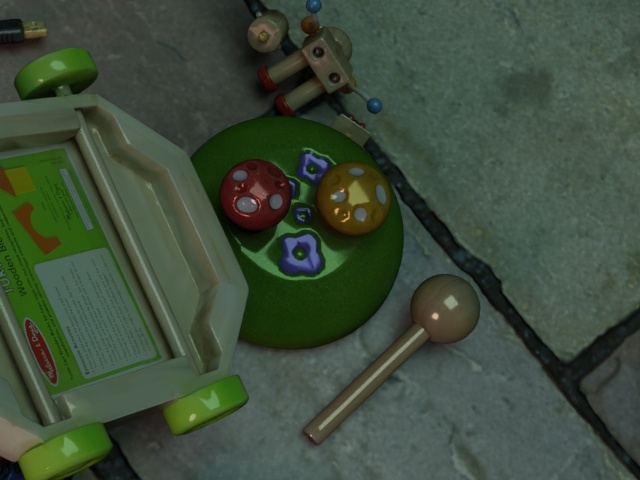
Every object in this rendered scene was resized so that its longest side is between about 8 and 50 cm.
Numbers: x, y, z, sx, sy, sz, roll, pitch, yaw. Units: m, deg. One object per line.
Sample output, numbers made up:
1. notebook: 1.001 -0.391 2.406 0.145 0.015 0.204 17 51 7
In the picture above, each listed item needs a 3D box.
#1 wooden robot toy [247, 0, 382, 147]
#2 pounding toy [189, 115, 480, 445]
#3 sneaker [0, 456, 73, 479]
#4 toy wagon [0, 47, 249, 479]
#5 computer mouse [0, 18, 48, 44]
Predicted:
1. wooden robot toy: -0.008 -0.150 1.207 0.173 0.076 0.079 58 21 -15
2. pounding toy: 0.000 0.000 1.103 0.183 0.110 0.237 -35 82 -21
3. sneaker: -0.197 0.105 1.029 0.087 0.083 0.221 14 55 -5
4. toy wagon: -0.194 0.018 0.943 0.344 0.068 0.267 -15 75 -47
5. computer mouse: -0.213 -0.243 1.172 0.262 0.060 0.184 -8 70 -21
